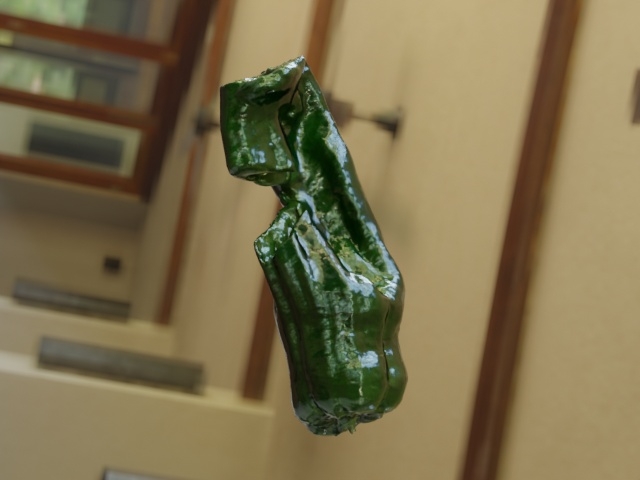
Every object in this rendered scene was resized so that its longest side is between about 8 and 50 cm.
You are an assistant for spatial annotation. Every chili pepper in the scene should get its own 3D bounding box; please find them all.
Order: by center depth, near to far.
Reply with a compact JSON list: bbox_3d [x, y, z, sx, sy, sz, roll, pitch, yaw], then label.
[{"bbox_3d":[-0.001,0.000,1.225,0.083,0.099,0.253,-22,-104,26],"label":"chili pepper"}]
